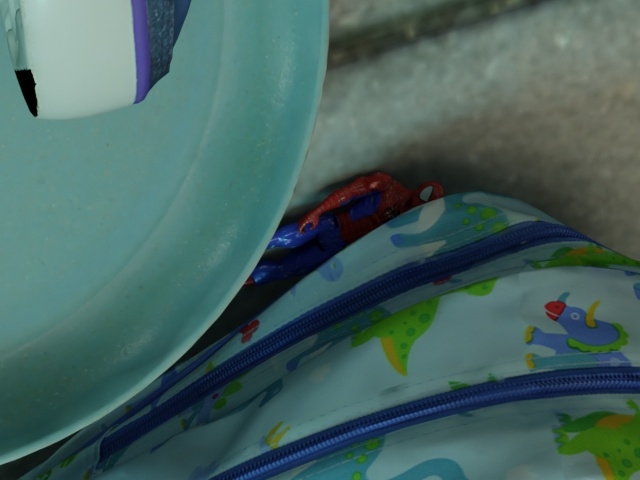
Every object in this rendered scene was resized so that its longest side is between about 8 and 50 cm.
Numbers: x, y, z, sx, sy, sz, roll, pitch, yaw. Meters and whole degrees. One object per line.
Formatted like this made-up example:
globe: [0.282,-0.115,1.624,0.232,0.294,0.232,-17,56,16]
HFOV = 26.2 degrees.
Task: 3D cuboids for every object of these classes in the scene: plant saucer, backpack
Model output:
plant saucer: [-0.143,-0.082,0.434,0.317,0.043,0.318,-2,94,-29]
backpack: [0.023,0.149,0.568,0.290,0.273,0.355,37,132,-28]

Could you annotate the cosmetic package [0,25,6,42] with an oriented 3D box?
cosmetic package: [-0.223,-0.019,0.511,0.099,0.060,0.239,31,108,-26]

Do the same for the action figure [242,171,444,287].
action figure: [0.000,0.000,0.595,0.115,0.030,0.038,-24,118,-2]

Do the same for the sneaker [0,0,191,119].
sneaker: [0.022,-0.196,0.394,0.236,0.130,0.323,-1,98,-17]
